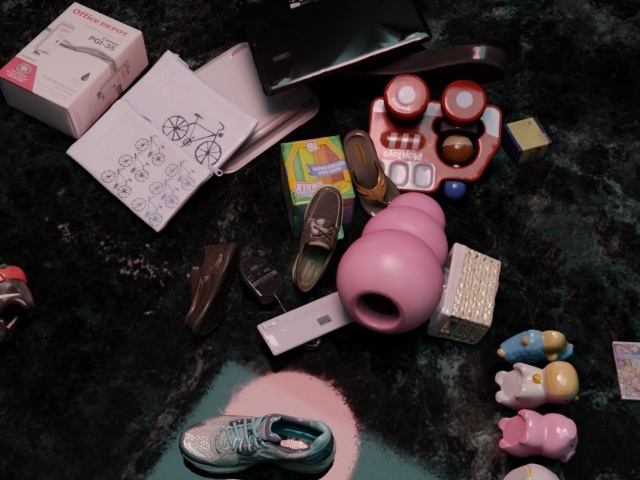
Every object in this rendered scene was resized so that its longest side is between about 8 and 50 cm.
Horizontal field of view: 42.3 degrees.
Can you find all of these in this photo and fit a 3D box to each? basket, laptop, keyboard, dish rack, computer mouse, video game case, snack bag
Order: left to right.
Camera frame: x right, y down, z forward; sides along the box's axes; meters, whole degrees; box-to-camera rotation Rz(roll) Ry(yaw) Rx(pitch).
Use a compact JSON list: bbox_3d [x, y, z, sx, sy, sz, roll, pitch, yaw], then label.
[{"bbox_3d":[-0.344,-0.228,1.825,0.323,0.037,0.342,39,80,21],"label":"snack bag"},{"bbox_3d":[-0.197,-0.328,1.929,0.333,0.072,0.285,-39,68,-23],"label":"dish rack"},{"bbox_3d":[-0.085,0.128,1.664,0.071,0.041,0.242,-28,68,-29],"label":"computer mouse"},{"bbox_3d":[0.002,0.151,1.641,0.256,0.014,0.072,-21,68,-26],"label":"keyboard"},{"bbox_3d":[0.020,-0.512,1.942,0.382,0.236,0.408,-19,68,2],"label":"laptop"},{"bbox_3d":[0.287,0.109,1.640,0.103,0.113,0.167,16,59,0],"label":"basket"},{"bbox_3d":[0.625,0.257,1.624,0.087,0.011,0.122,3,57,-1],"label":"video game case"}]

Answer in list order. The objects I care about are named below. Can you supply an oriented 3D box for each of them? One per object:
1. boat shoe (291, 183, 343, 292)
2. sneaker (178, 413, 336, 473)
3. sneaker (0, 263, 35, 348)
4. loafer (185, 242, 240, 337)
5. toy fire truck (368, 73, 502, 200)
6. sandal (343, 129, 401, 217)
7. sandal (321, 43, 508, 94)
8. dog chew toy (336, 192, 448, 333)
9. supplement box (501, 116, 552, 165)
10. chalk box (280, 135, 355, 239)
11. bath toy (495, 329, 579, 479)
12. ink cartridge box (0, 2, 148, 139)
[{"bbox_3d":[-0.001,0.000,1.650,0.080,0.223,0.073,15,13,-12],"label":"boat shoe"},{"bbox_3d":[-0.111,0.344,1.468,0.283,0.122,0.110,0,57,-3],"label":"sneaker"},{"bbox_3d":[-0.667,0.162,1.573,0.276,0.097,0.135,-34,63,-23],"label":"sneaker"},{"bbox_3d":[-0.228,0.097,1.657,0.078,0.080,0.220,8,52,14],"label":"loafer"},{"bbox_3d":[0.245,-0.216,1.842,0.302,0.169,0.254,6,81,2],"label":"toy fire truck"},{"bbox_3d":[0.110,-0.133,1.770,0.090,0.060,0.219,-20,97,12],"label":"sandal"},{"bbox_3d":[0.209,-0.402,1.866,0.446,0.167,0.107,1,79,32],"label":"sandal"},{"bbox_3d":[0.159,0.027,1.646,0.206,0.206,0.332,18,45,9],"label":"dog chew toy"},{"bbox_3d":[0.470,-0.228,1.901,0.083,0.056,0.083,-16,59,-12],"label":"supplement box"},{"bbox_3d":[-0.004,-0.094,1.748,0.132,0.132,0.213,-9,58,-8],"label":"chalk box"},{"bbox_3d":[0.405,0.340,1.500,0.129,0.151,0.348,28,53,-27],"label":"bath toy"},{"bbox_3d":[-0.570,-0.401,1.927,0.207,0.117,0.283,26,60,14],"label":"ink cartridge box"}]
